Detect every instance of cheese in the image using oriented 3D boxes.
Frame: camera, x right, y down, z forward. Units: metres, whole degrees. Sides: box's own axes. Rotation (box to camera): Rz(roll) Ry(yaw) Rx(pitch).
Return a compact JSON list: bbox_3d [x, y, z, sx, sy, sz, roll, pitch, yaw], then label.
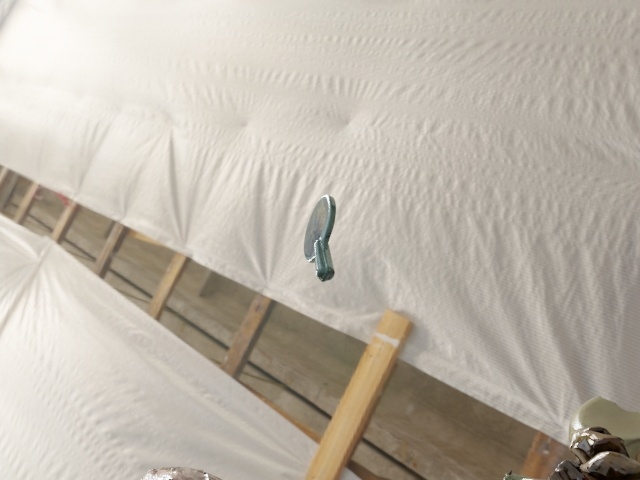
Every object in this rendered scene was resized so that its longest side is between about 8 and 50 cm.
[{"bbox_3d":[0.546,0.362,1.156,0.175,0.091,0.202,-15,-164,-8],"label":"cheese"}]

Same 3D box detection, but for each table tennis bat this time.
[{"bbox_3d":[0.000,0.000,1.329,0.237,0.038,0.149,-97,-150,-51],"label":"table tennis bat"}]

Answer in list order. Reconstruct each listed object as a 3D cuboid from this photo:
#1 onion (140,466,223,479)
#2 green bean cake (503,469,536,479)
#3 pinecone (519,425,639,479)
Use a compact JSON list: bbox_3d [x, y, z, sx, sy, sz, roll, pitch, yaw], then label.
[{"bbox_3d":[-0.153,0.436,0.891,0.314,0.280,0.146,-100,-149,-67],"label":"onion"},{"bbox_3d":[0.268,0.421,0.831,0.094,0.181,0.173,5,-131,30],"label":"green bean cake"},{"bbox_3d":[0.346,0.340,0.619,0.384,0.384,0.385,-19,-122,33],"label":"pinecone"}]
